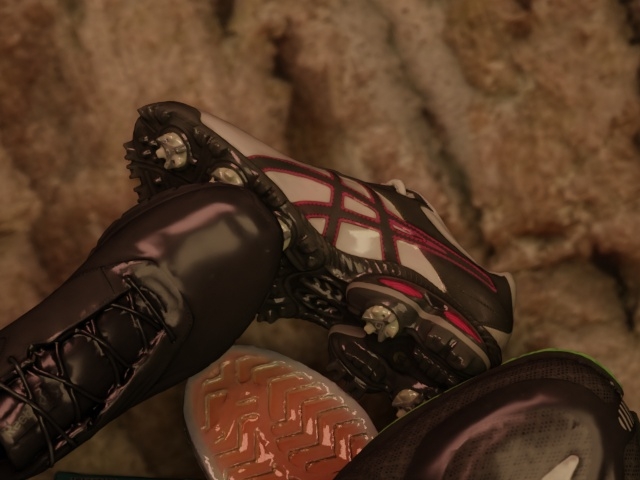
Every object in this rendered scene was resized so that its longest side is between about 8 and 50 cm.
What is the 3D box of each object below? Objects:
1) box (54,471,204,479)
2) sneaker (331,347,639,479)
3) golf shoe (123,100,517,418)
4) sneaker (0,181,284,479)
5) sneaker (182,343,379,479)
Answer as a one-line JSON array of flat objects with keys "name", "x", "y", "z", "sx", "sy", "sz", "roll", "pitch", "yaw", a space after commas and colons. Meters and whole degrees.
[{"name": "box", "x": -0.128, "y": 0.273, "z": 0.947, "sx": 0.101, "sy": 0.060, "sz": 0.244, "roll": 5, "pitch": 93, "yaw": -13}, {"name": "sneaker", "x": -0.006, "y": 0.228, "z": 0.770, "sx": 0.483, "sy": 0.202, "sz": 0.185, "roll": -37, "pitch": 79, "yaw": -16}, {"name": "golf shoe", "x": 0.000, "y": 0.000, "z": 0.951, "sx": 0.273, "sy": 0.105, "sz": 0.120, "roll": 38, "pitch": 44, "yaw": 2}, {"name": "sneaker", "x": -0.139, "y": 0.075, "z": 0.869, "sx": 0.286, "sy": 0.130, "sz": 0.109, "roll": -38, "pitch": 98, "yaw": 9}, {"name": "sneaker", "x": 0.025, "y": 0.194, "z": 0.958, "sx": 0.302, "sy": 0.121, "sz": 0.108, "roll": 44, "pitch": 71, "yaw": 10}]
